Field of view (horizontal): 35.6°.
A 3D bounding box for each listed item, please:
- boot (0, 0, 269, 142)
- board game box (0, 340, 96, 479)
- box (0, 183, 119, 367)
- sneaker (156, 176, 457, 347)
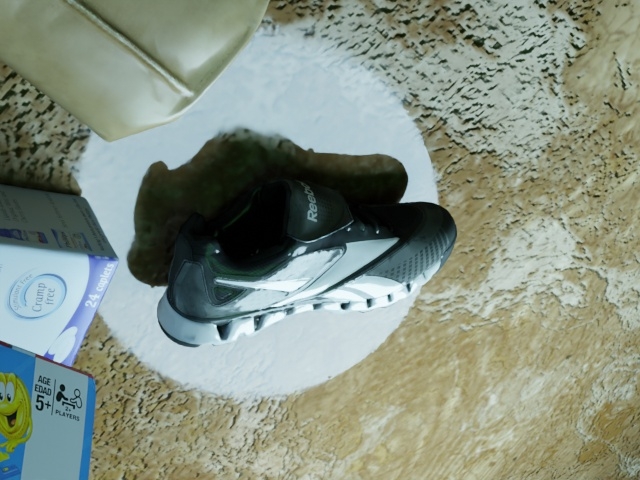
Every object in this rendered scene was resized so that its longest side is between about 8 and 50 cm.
[{"bbox_3d":[-0.177,-0.115,0.465,0.236,0.089,0.269,-45,139,8],"label":"boot"},{"bbox_3d":[-0.315,0.082,0.425,0.308,0.086,0.302,-16,149,31],"label":"board game box"},{"bbox_3d":[-0.209,0.034,0.584,0.137,0.072,0.126,8,121,-39],"label":"box"},{"bbox_3d":[0.000,0.000,0.696,0.234,0.078,0.106,-15,136,-22],"label":"sneaker"}]
